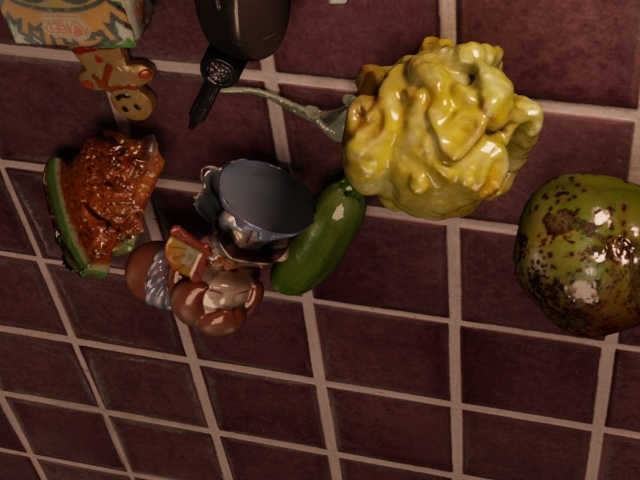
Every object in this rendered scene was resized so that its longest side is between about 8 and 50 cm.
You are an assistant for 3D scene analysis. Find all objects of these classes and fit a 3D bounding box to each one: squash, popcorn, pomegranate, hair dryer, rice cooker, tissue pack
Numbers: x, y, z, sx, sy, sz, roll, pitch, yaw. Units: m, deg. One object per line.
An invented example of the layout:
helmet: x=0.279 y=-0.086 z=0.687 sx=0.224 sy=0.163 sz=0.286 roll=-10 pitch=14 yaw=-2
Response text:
squash: x=0.000 y=0.000 z=2.271 sx=0.107 sy=0.107 sz=0.395 roll=25 pitch=140 yaw=-8
popcorn: x=0.189 y=-0.175 z=1.851 sx=0.312 sy=0.312 sz=0.312 roll=12 pitch=141 yaw=9
pomegranate: x=0.444 y=0.027 z=2.031 sx=0.285 sy=0.285 sz=0.341 roll=25 pitch=172 yaw=-8
hair dryer: x=-0.179 y=-0.253 z=2.008 sx=0.070 sy=0.128 sz=0.255 roll=26 pitch=137 yaw=-7
rice cooker: x=-0.120 y=-0.374 z=1.833 sx=0.118 sy=0.142 sz=0.203 roll=15 pitch=123 yaw=37
tissue pack: x=-0.411 y=-0.449 z=1.880 sx=0.228 sy=0.128 sz=0.311 roll=5 pitch=139 yaw=17

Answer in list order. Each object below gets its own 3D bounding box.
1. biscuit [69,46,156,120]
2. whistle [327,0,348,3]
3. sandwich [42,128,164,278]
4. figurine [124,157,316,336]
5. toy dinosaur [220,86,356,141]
biscuit: x=-0.364 y=-0.301 z=2.121 sx=0.153 sy=0.030 sz=0.234 roll=0 pitch=137 yaw=26
whistle: x=-0.020 y=-0.462 z=1.685 sx=0.163 sy=0.163 sz=0.289 roll=16 pitch=141 yaw=4
sandwich: x=-0.386 y=-0.098 z=2.285 sx=0.162 sy=0.250 sz=0.301 roll=-6 pitch=154 yaw=-47
figurine: x=-0.186 y=0.021 z=2.257 sx=0.277 sy=0.248 sz=0.388 roll=5 pitch=136 yaw=-27
toy dinosaur: x=-0.001 y=-0.221 z=2.027 sx=0.383 sy=0.076 sz=0.129 roll=27 pitch=162 yaw=2
